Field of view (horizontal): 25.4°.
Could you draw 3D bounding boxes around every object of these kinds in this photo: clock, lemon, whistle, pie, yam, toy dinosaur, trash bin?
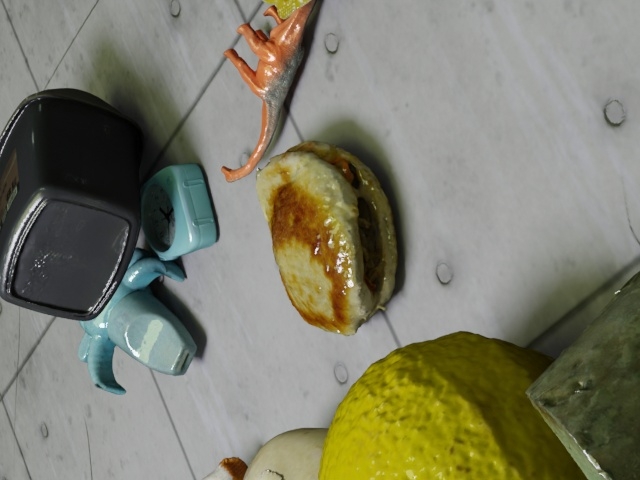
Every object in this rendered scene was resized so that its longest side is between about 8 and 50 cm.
[{"bbox_3d":[-0.185,-0.029,1.752,0.147,0.045,0.108,-23,79,55],"label":"clock"},{"bbox_3d":[0.138,0.221,1.180,0.322,0.268,0.268,41,130,43],"label":"lemon"},{"bbox_3d":[-0.252,0.094,1.839,0.274,0.093,0.186,32,97,43],"label":"whistle"},{"bbox_3d":[0.000,0.000,1.466,0.179,0.084,0.205,-13,91,55],"label":"pie"},{"bbox_3d":[0.267,0.079,0.961,0.161,0.268,0.161,42,168,11],"label":"yam"},{"bbox_3d":[-0.061,-0.181,1.532,0.101,0.055,0.279,54,138,23],"label":"toy dinosaur"},{"bbox_3d":[-0.317,-0.051,1.761,0.209,0.182,0.290,-62,24,24],"label":"trash bin"}]

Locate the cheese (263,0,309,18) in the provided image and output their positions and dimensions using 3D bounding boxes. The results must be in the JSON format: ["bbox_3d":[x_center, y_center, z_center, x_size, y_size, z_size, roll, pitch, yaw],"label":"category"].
[{"bbox_3d":[-0.041,-0.359,1.447,0.177,0.069,0.270,-28,66,49],"label":"cheese"}]

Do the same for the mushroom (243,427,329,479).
[{"bbox_3d":[-0.010,0.312,1.463,0.246,0.202,0.246,15,106,63],"label":"mushroom"}]

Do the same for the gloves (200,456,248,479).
[{"bbox_3d":[-0.113,0.352,1.648,0.140,0.219,0.131,-112,-2,-56],"label":"gloves"}]
